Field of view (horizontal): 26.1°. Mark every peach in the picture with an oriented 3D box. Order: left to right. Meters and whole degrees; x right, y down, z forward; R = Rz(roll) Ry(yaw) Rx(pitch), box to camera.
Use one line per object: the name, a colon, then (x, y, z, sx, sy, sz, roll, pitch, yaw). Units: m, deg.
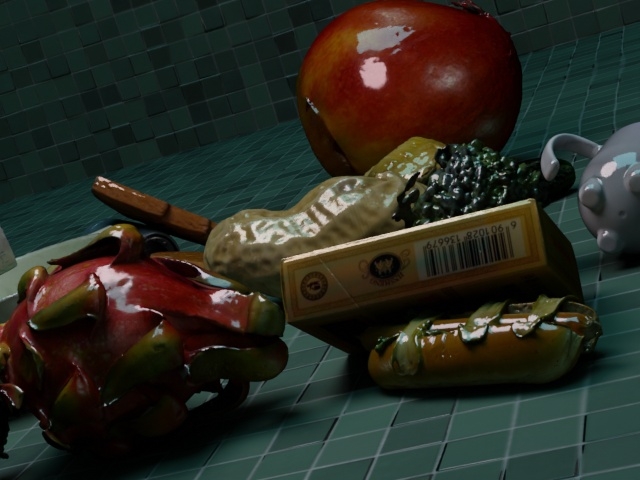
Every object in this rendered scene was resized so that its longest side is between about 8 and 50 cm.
peach: (0.149, -0.240, 2.256, 0.370, 0.370, 0.370, -17, 11, 4)

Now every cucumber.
cucumber: (0.255, -0.067, 1.947, 0.241, 0.074, 0.074, -20, 11, -18)

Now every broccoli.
broccoli: (0.184, 0.006, 1.652, 0.198, 0.177, 0.275, -53, -14, -8)

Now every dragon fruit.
dragon fruit: (-0.192, 0.118, 1.440, 0.307, 0.243, 0.227, 26, 6, 16)

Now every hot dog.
hot dog: (0.147, 0.099, 1.322, 0.269, 0.072, 0.109, -8, 12, 36)

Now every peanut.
peanut: (0.003, -0.002, 1.815, 0.325, 0.153, 0.140, -10, 7, 3)

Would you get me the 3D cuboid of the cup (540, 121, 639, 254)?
cup: (0.346, -0.068, 1.558, 0.134, 0.173, 0.142, -36, 1, 34)

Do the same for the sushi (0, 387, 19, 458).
sushi: (-0.406, 0.212, 1.460, 0.212, 0.115, 0.147, -25, 9, 36)

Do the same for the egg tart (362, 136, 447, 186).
egg tart: (0.104, -0.074, 1.989, 0.232, 0.098, 0.252, -36, -5, -28)

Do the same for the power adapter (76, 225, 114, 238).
power adapter: (-0.393, 0.075, 2.092, 0.205, 0.125, 0.130, -26, 4, -36)

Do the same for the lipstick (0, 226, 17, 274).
lipstick: (-0.514, 0.057, 1.741, 0.253, 0.079, 0.077, -31, 14, -32)

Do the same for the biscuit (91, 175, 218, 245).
biscuit: (-0.257, -0.038, 2.240, 0.284, 0.043, 0.306, 17, -5, 44)

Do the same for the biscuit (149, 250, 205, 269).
biscuit: (-0.166, 0.041, 2.067, 0.165, 0.036, 0.250, -4, 6, -43)

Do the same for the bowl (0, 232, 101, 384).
bowl: (-0.390, 0.117, 1.813, 0.307, 0.163, 0.307, -17, 12, 4)

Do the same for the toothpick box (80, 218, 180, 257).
toothpick box: (-0.308, 0.027, 2.231, 0.120, 0.120, 0.184, -25, 17, -31)

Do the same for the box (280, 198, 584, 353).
box: (0.118, 0.043, 1.429, 0.274, 0.076, 0.174, -14, -21, 19)
